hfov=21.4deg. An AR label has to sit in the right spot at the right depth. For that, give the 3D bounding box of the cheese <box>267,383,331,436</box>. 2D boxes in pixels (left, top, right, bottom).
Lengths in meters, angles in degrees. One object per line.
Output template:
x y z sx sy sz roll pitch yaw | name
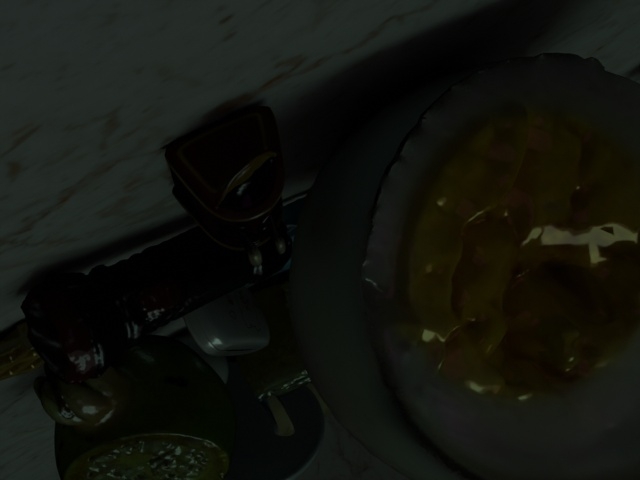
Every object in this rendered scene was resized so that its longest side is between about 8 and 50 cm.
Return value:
-0.061 0.211 2.288 0.328 0.129 0.351 -29 180 3 | cheese

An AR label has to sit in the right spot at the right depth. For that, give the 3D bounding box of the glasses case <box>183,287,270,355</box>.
-0.098 0.081 1.759 0.049 0.074 0.193 -26 170 13 | glasses case

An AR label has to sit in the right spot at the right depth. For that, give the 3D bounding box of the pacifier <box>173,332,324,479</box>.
-0.149 0.195 2.002 0.299 0.244 0.233 -16 137 -14 | pacifier

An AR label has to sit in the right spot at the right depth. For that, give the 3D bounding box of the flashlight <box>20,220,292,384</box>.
-0.129 0.037 1.403 0.232 0.093 0.093 -26 171 -27 | flashlight

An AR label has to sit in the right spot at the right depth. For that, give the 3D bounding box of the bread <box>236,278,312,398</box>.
0.023 0.087 1.938 0.257 0.124 0.186 -20 178 -24 | bread

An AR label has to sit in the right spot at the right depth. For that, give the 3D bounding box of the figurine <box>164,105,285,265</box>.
-0.057 -0.031 1.219 0.082 0.098 0.154 -23 173 -7 | figurine

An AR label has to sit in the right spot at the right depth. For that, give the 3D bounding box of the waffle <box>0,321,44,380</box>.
-0.239 0.071 1.472 0.191 0.032 0.125 -37 165 35 | waffle

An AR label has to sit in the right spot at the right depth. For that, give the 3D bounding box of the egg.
0.133 0.034 1.399 0.355 0.354 0.340 -24 -174 -17 | egg

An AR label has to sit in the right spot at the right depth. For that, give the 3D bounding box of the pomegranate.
-0.209 0.177 1.775 0.241 0.159 0.190 12 140 -29 | pomegranate

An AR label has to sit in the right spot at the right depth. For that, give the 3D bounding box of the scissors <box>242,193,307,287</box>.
0.000 -0.001 1.720 0.180 0.032 0.393 -32 169 22 | scissors
